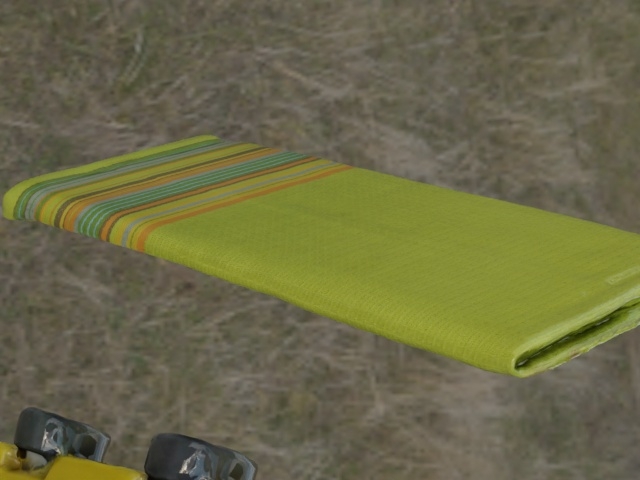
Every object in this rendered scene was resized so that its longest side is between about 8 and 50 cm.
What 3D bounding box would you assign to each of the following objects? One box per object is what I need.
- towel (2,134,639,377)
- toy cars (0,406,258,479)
[{"bbox_3d":[0.000,0.000,0.440,0.102,0.237,0.021,-20,115,-41],"label":"towel"},{"bbox_3d":[-0.126,0.189,0.500,0.087,0.394,0.176,27,31,-35],"label":"toy cars"}]
